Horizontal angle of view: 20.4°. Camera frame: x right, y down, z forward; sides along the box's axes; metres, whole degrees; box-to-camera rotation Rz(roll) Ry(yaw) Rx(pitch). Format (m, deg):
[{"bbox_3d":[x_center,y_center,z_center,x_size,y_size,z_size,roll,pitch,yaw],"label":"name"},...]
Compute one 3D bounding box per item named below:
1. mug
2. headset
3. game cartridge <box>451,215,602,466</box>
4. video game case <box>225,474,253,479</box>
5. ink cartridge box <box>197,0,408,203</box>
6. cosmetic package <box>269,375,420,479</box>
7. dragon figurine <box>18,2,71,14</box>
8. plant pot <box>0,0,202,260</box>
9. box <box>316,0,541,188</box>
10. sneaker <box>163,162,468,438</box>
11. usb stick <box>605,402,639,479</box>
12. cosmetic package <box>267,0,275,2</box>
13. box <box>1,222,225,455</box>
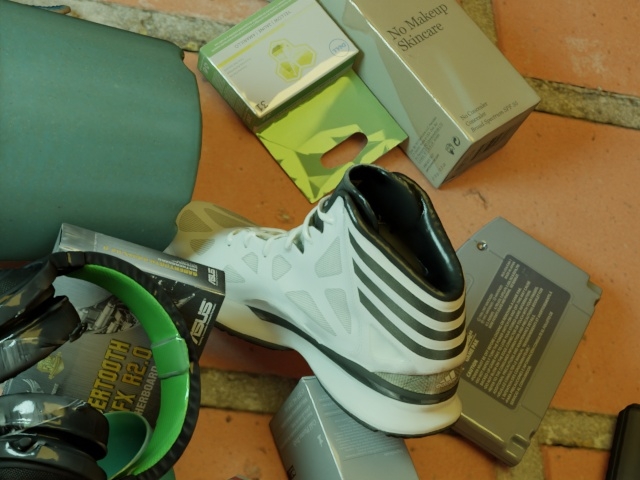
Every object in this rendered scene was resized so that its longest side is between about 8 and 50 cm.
[{"bbox_3d":[-0.229,0.258,1.867,0.097,0.157,0.129,63,33,-28],"label":"mug"},{"bbox_3d":[-0.264,0.135,1.666,0.394,0.185,0.243,-10,83,-42],"label":"headset"},{"bbox_3d":[0.213,0.114,2.177,0.196,0.060,0.294,36,53,-4],"label":"game cartridge"},{"bbox_3d":[-0.142,0.327,1.824,0.285,0.204,0.025,-22,109,-32],"label":"video game case"},{"bbox_3d":[-0.019,-0.186,2.238,0.171,0.056,0.235,-35,77,-22],"label":"ink cartridge box"},{"bbox_3d":[0.040,0.274,1.962,0.107,0.127,0.238,-6,62,-27],"label":"cosmetic package"},{"bbox_3d":[-0.428,-0.268,2.113,0.144,0.085,0.289,47,56,8],"label":"dragon figurine"},{"bbox_3d":[-0.329,-0.116,1.936,0.334,0.341,0.341,5,59,-30],"label":"plant pot"},{"bbox_3d":[0.120,-0.238,2.305,0.148,0.121,0.311,-34,78,-33],"label":"box"},{"bbox_3d":[0.001,0.000,1.944,0.169,0.257,0.447,-20,40,-42],"label":"sneaker"},{"bbox_3d":[0.369,0.322,2.121,0.077,0.045,0.278,24,54,-7],"label":"usb stick"},{"bbox_3d":[-0.149,-0.440,2.318,0.309,0.113,0.160,21,55,-11],"label":"cosmetic package"},{"bbox_3d":[-0.222,0.112,1.887,0.183,0.231,0.056,17,26,-14],"label":"box"}]
